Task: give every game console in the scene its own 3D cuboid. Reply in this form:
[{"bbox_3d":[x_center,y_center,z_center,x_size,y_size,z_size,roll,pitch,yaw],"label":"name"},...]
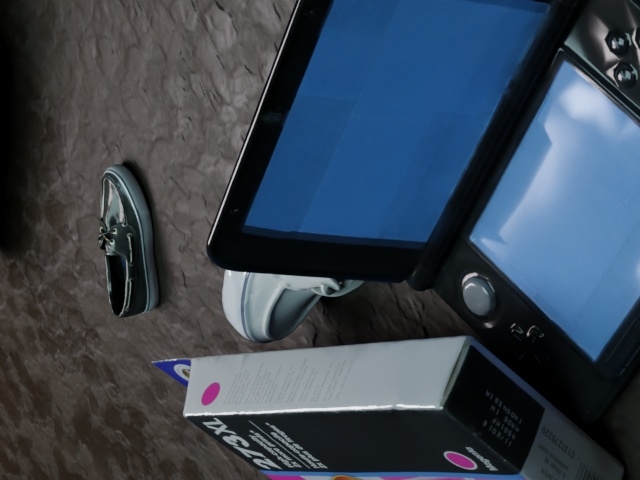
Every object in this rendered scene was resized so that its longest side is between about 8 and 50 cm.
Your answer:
[{"bbox_3d":[0.097,-0.025,0.951,0.250,0.173,0.293,46,138,22],"label":"game console"}]

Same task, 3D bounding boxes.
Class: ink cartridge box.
[{"bbox_3d":[0.027,0.147,1.138,0.176,0.069,0.371,40,153,-29],"label":"ink cartridge box"}]

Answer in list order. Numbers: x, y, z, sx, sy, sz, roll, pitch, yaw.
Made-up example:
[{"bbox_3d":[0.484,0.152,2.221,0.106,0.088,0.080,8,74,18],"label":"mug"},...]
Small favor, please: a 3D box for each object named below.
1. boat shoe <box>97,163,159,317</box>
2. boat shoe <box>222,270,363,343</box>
[{"bbox_3d":[-0.178,0.003,1.376,0.049,0.040,0.142,11,117,45],"label":"boat shoe"},{"bbox_3d":[0.000,0.000,1.134,0.084,0.095,0.258,48,139,26],"label":"boat shoe"}]
